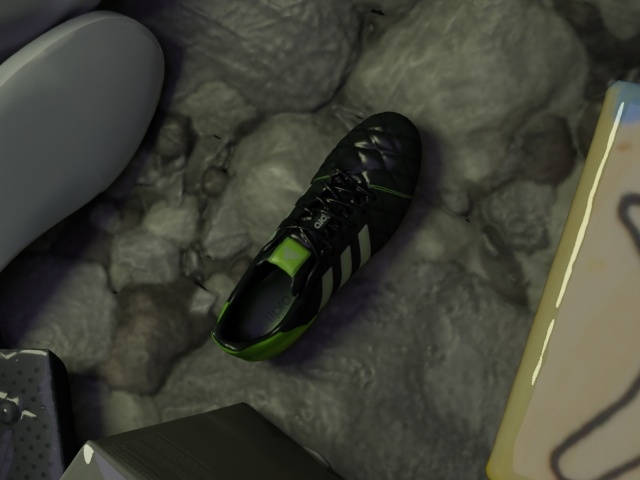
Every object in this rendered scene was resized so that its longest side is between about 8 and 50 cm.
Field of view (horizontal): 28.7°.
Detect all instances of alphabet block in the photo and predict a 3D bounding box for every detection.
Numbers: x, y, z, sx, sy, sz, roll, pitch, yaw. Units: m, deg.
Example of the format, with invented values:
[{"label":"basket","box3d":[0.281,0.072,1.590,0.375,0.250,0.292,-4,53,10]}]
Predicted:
[{"label":"alphabet block","box3d":[0.208,0.048,0.632,0.192,0.193,0.197,19,93,15]}]

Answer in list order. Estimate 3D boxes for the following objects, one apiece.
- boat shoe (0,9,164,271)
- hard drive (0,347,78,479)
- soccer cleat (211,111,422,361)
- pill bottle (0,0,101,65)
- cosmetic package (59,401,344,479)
[{"label":"boat shoe","box3d":[-0.226,-0.034,0.793,0.301,0.108,0.102,-51,46,-2]},{"label":"hard drive","box3d":[-0.273,0.164,0.819,0.254,0.054,0.172,-10,85,14]},{"label":"soccer cleat","box3d":[0.000,0.000,0.747,0.060,0.072,0.179,37,97,12]},{"label":"pill bottle","box3d":[-0.246,-0.253,0.770,0.152,0.152,0.272,-30,73,11]},{"label":"cosmetic package","box3d":[-0.057,0.168,0.673,0.127,0.238,0.107,36,94,15]}]
